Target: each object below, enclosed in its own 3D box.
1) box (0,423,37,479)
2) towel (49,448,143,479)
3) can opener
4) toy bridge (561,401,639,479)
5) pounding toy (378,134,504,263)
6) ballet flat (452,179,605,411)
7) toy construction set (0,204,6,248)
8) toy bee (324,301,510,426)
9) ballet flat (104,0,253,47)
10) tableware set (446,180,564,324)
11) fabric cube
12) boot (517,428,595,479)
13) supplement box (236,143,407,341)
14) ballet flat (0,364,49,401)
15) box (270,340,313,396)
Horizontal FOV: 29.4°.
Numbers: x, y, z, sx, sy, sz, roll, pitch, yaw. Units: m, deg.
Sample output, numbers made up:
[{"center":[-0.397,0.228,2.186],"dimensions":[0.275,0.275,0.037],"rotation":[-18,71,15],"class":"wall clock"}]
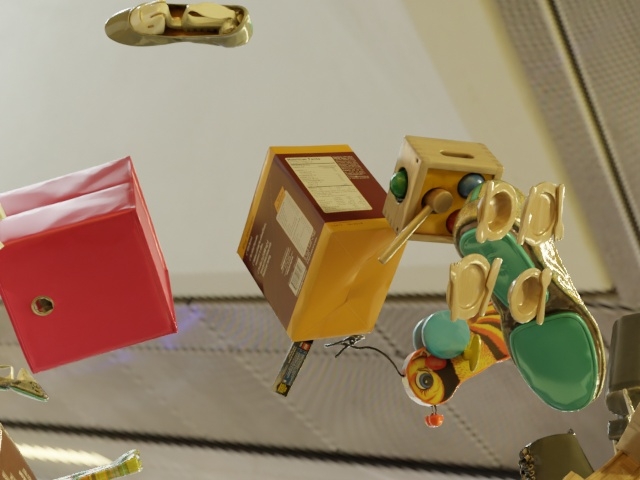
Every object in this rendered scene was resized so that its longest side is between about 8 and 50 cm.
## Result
[{"center":[-0.385,0.368,1.114],"dimensions":[0.191,0.381,0.143],"rotation":[-4,-38,5],"class":"box"},{"center":[-0.266,0.216,1.022],"dimensions":[0.237,0.021,0.102],"rotation":[-15,-9,-10],"class":"towel"},{"center":[0.301,0.150,1.099],"dimensions":[0.093,0.280,0.074],"rotation":[-15,-73,17],"class":"can opener"},{"center":[0.176,0.099,0.640],"dimensions":[0.026,0.188,0.063],"rotation":[40,-33,23],"class":"toy bridge"},{"center":[0.137,-0.046,1.487],"dimensions":[0.141,0.100,0.130],"rotation":[4,-62,-20],"class":"pounding toy"},{"center":[0.265,0.063,1.499],"dimensions":[0.123,0.123,0.348],"rotation":[-2,-46,40],"class":"ballet flat"},{"center":[-0.388,-0.066,1.141],"dimensions":[0.215,0.151,0.327],"rotation":[31,-7,0],"class":"toy construction set"},{"center":[0.181,0.187,1.812],"dimensions":[0.298,0.162,0.195],"rotation":[-18,-7,12],"class":"toy bee"},{"center":[-0.202,-0.315,1.729],"dimensions":[0.213,0.072,0.068],"rotation":[2,-24,-1],"class":"ballet flat"},{"center":[0.181,0.011,1.165],"dimensions":[0.169,0.141,0.020],"rotation":[3,11,-46],"class":"tableware set"},{"center":[-0.412,0.040,2.124],"dimensions":[0.258,0.259,0.254],"rotation":[-16,-64,-4],"class":"fabric cube"},{"center":[0.217,0.279,1.301],"dimensions":[0.198,0.137,0.077],"rotation":[-6,-44,-23],"class":"boot"},{"center":[0.000,0.000,1.666],"dimensions":[0.129,0.194,0.191],"rotation":[-4,-50,-31],"class":"supplement box"},{"center":[-0.420,0.192,1.669],"dimensions":[0.114,0.041,0.041],"rotation":[8,-32,18],"class":"ballet flat"},{"center":[-0.030,0.152,1.743],"dimensions":[0.027,0.137,0.094],"rotation":[25,-66,-1],"class":"box"}]
